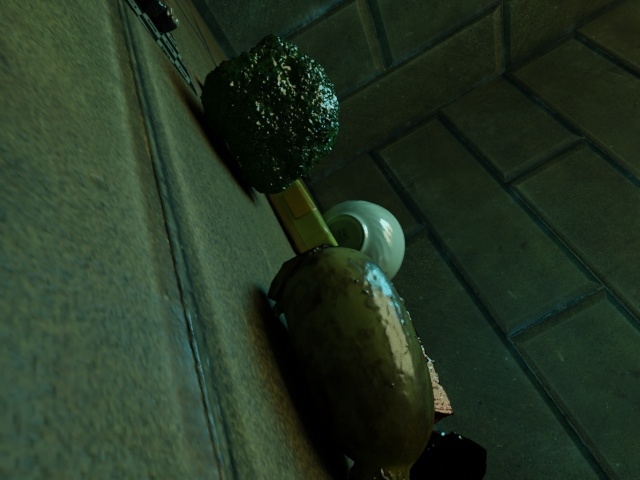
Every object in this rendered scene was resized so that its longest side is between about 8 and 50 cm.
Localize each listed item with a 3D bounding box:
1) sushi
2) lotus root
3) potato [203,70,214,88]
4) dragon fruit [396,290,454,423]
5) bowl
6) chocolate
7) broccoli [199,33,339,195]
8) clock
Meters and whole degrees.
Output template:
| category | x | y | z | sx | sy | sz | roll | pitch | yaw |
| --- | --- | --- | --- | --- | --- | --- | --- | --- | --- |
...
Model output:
| category | x | y | z | sx | sy | sz | roll | pitch | yaw |
| --- | --- | --- | --- | --- | --- | --- | --- | --- | --- |
| sushi | -0.334 | -0.478 | 0.896 | 0.264 | 0.050 | 0.290 | 63 | 4 | 33 |
| lotus root | 0.044 | 0.146 | 0.529 | 0.173 | 0.173 | 0.310 | 53 | 16 | -62 |
| potato | -0.226 | -0.345 | 1.122 | 0.107 | 0.079 | 0.171 | -95 | 160 | -51 |
| dragon fruit | 0.114 | 0.214 | 0.822 | 0.189 | 0.163 | 0.262 | 35 | 30 | -49 |
| bowl | 0.083 | 0.009 | 1.243 | 0.277 | 0.277 | 0.145 | 62 | 16 | 23 |
| chocolate | 0.162 | 0.351 | 0.729 | 0.156 | 0.156 | 0.133 | 58 | -13 | -26 |
| broccoli | -0.104 | -0.251 | 0.910 | 0.275 | 0.308 | 0.308 | 19 | -25 | 38 |
| clock | -0.046 | -0.052 | 1.148 | 0.202 | 0.096 | 0.143 | 61 | 6 | 21 |
